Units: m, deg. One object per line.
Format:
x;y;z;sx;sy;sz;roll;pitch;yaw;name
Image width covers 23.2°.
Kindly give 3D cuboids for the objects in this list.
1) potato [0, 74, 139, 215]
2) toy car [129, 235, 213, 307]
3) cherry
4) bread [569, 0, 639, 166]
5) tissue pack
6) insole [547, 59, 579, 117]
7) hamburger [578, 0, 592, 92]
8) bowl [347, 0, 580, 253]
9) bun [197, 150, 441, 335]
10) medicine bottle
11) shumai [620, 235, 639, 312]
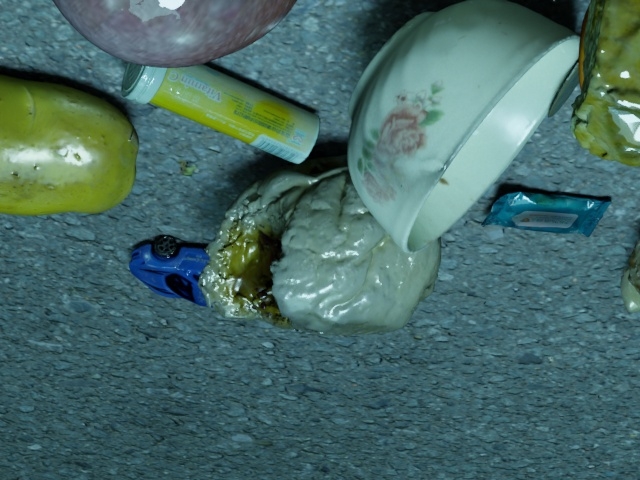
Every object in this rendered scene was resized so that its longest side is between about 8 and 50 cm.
-0.359;-0.108;1.782;0.300;0.140;0.173;6;141;-8;potato
-0.146;0.050;2.050;0.216;0.063;0.103;5;148;5;toy car
-0.125;-0.279;1.365;0.221;0.261;0.307;-13;174;36;cherry
0.326;-0.108;1.196;0.267;0.130;0.152;16;133;5;bread
0.269;-0.035;1.863;0.138;0.028;0.085;7;151;-8;tissue pack
0.273;-0.189;1.594;0.004;0.064;0.188;38;144;12;insole
0.388;-0.207;1.356;0.330;0.250;0.330;12;142;10;hamburger
0.123;-0.134;1.558;0.145;0.277;0.277;41;150;14;bowl
0.015;0.000;1.810;0.281;0.205;0.281;2;-175;0;bun
-0.108;-0.151;1.724;0.218;0.074;0.074;22;145;-24;medicine bottle
0.410;0.048;1.873;0.145;0.146;0.116;30;151;-31;shumai
